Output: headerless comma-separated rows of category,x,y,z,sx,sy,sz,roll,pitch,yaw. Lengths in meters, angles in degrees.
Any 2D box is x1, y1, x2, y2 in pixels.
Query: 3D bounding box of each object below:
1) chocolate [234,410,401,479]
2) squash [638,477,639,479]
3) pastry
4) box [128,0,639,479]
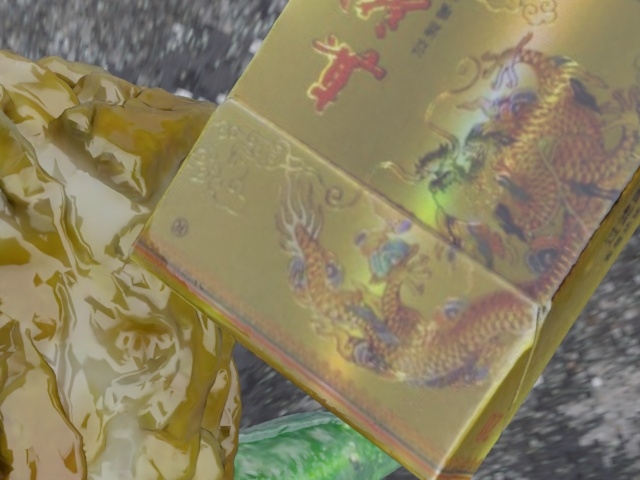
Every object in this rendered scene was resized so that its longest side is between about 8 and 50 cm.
chocolate,-0.035,0.175,1.354,0.291,0.110,0.110,-19,82,-48
squash,0.170,0.161,0.940,0.090,0.075,0.200,33,92,-13
pastry,-0.079,0.066,0.453,0.102,0.154,0.250,2,94,27
box,0.035,-0.038,0.387,0.089,0.022,0.156,37,95,27
